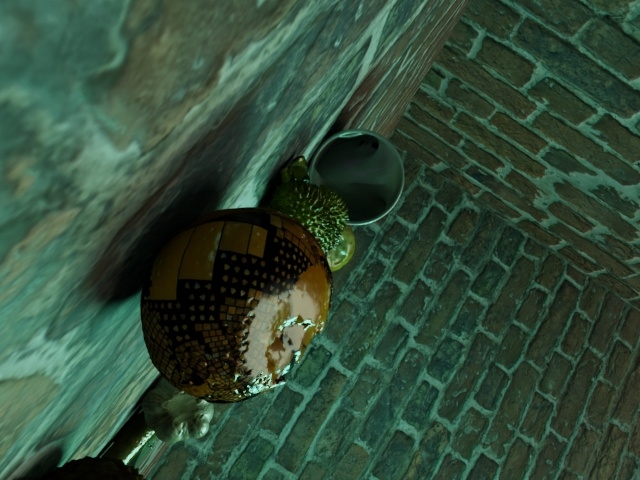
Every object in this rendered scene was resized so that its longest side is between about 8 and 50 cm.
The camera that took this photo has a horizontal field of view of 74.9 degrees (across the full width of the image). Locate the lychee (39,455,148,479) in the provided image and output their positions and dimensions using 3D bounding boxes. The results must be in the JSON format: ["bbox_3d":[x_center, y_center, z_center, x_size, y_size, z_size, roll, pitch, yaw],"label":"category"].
[{"bbox_3d":[-0.321,0.449,0.562,0.271,0.272,0.271,-55,178,-3],"label":"lychee"}]

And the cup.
[{"bbox_3d":[0.094,-0.155,1.077,0.212,0.212,0.317,-56,179,8],"label":"cup"}]

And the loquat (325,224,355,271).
[{"bbox_3d":[0.000,0.000,1.440,0.243,0.244,0.244,-55,178,-3],"label":"loquat"}]

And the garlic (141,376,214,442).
[{"bbox_3d":[-0.320,0.373,0.938,0.102,0.159,0.147,-29,-146,56],"label":"garlic"}]

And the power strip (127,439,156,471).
[{"bbox_3d":[-0.511,0.597,1.268,0.215,0.061,0.145,-56,177,38],"label":"power strip"}]

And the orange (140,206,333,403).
[{"bbox_3d":[-0.095,0.069,0.495,0.235,0.182,0.234,-33,138,-36],"label":"orange"}]

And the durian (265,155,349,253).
[{"bbox_3d":[-0.030,-0.040,0.789,0.146,0.159,0.198,-54,176,-22],"label":"durian"}]

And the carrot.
[{"bbox_3d":[-0.428,0.454,0.905,0.342,0.070,0.070,-45,171,-51],"label":"carrot"}]
